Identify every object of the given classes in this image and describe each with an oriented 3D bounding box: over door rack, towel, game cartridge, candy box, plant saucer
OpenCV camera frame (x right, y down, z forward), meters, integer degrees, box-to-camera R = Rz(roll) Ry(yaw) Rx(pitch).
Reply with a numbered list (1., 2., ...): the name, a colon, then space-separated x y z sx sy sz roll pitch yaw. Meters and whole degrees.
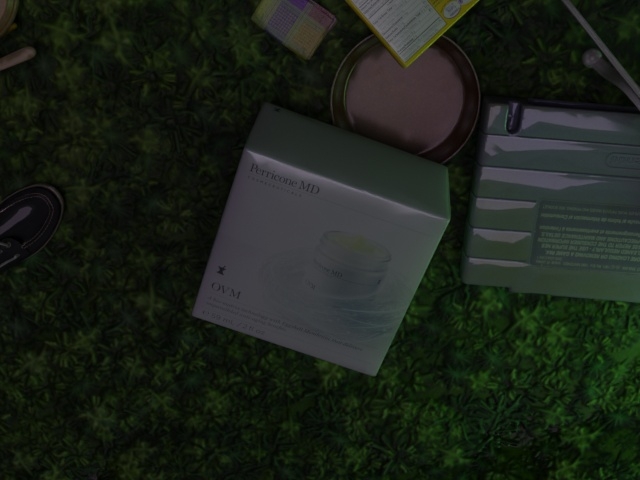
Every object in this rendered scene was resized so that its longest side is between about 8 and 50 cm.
1. over door rack: 0.348 -0.288 0.877 0.239 0.108 0.324 -38 98 11
2. towel: -0.030 -0.245 0.966 0.083 0.009 0.060 33 110 -9
3. game cartridge: 0.348 -0.040 1.003 0.354 0.068 0.230 5 115 1
4. candy box: 0.130 -0.289 0.913 0.206 0.027 0.105 -42 101 6
5. plant saucer: 0.095 -0.159 0.984 0.168 0.029 0.169 1 112 2

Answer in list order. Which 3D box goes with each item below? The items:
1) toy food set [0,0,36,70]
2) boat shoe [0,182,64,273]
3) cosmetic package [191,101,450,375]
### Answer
1. toy food set: -0.398 -0.275 0.964 0.132 0.038 0.192 -18 104 2
2. boat shoe: -0.394 0.009 1.054 0.206 0.065 0.075 -36 105 15
3. cosmetic package: 0.000 0.000 0.976 0.223 0.138 0.225 19 119 -4
